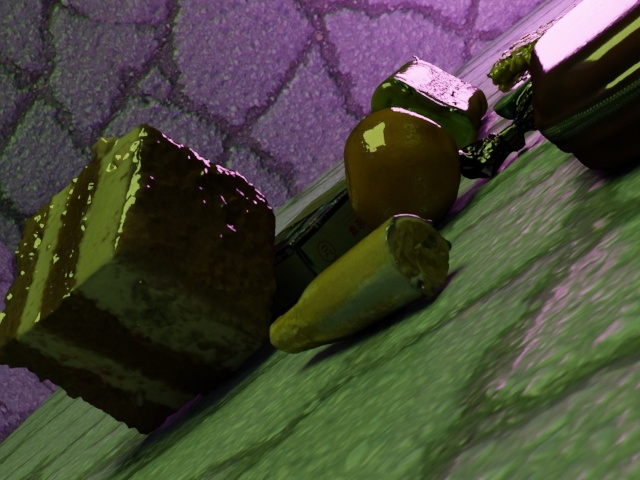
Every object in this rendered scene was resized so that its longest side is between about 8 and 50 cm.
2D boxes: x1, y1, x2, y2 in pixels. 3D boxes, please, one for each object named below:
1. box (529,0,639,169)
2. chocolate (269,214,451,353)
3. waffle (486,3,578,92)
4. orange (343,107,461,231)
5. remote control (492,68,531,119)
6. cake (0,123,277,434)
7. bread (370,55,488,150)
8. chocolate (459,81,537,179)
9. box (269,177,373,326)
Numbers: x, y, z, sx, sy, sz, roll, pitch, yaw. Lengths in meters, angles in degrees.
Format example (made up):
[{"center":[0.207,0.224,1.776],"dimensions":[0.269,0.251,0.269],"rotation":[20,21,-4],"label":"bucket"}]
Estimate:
[{"center":[0.307,-0.191,1.028],"dimensions":[0.263,0.108,0.404],"rotation":[-38,6,16],"label":"box"},{"center":[0.026,0.052,1.076],"dimensions":[0.219,0.085,0.085],"rotation":[-34,8,44],"label":"chocolate"},{"center":[0.357,-0.300,1.767],"dimensions":[0.197,0.070,0.193],"rotation":[-35,6,14],"label":"waffle"},{"center":[0.098,-0.080,1.324],"dimensions":[0.136,0.159,0.159],"rotation":[-10,6,-1],"label":"orange"},{"center":[0.335,-0.247,1.615],"dimensions":[0.222,0.042,0.072],"rotation":[-40,6,-18],"label":"remote control"},{"center":[-0.230,0.051,1.432],"dimensions":[0.290,0.256,0.282],"rotation":[-38,36,37],"label":"cake"},{"center":[0.169,-0.200,1.759],"dimensions":[0.112,0.166,0.383],"rotation":[-63,-3,18],"label":"bread"},{"center":[0.225,-0.122,1.334],"dimensions":[0.147,0.070,0.072],"rotation":[-48,12,26],"label":"chocolate"},{"center":[0.000,0.000,1.610],"dimensions":[0.198,0.084,0.310],"rotation":[-34,8,41],"label":"box"}]
